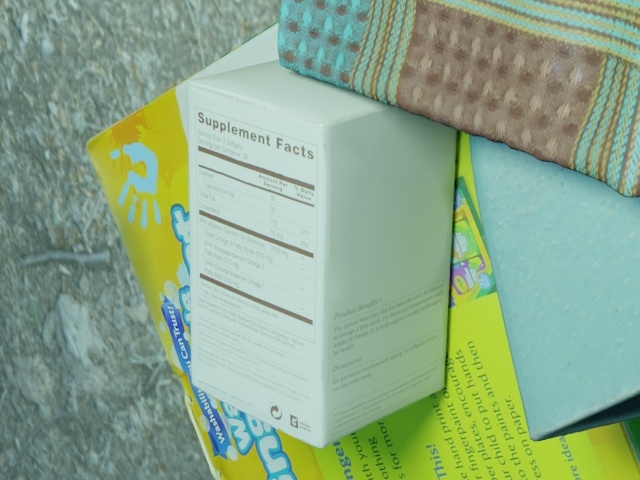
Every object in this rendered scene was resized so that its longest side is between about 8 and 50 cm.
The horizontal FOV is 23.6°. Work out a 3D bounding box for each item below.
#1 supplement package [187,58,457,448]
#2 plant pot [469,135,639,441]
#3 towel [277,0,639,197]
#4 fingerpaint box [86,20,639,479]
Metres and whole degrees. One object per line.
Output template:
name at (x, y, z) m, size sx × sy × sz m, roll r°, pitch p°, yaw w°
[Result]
supplement package at (0.000, 0.000, 0.823) m, size 0.105 × 0.105 × 0.179 m, roll 20°, pitch 118°, yaw 40°
plant pot at (0.213, -0.078, 0.714) m, size 0.248 × 0.247 × 0.252 m, roll -37°, pitch 67°, yaw 48°
towel at (0.076, -0.227, 0.645) m, size 0.271 × 0.040 × 0.370 m, roll 26°, pitch 117°, yaw 49°
fingerpaint box at (0.078, 0.070, 0.970) m, size 0.371 × 0.163 × 0.445 m, roll -24°, pitch 86°, yaw 48°
